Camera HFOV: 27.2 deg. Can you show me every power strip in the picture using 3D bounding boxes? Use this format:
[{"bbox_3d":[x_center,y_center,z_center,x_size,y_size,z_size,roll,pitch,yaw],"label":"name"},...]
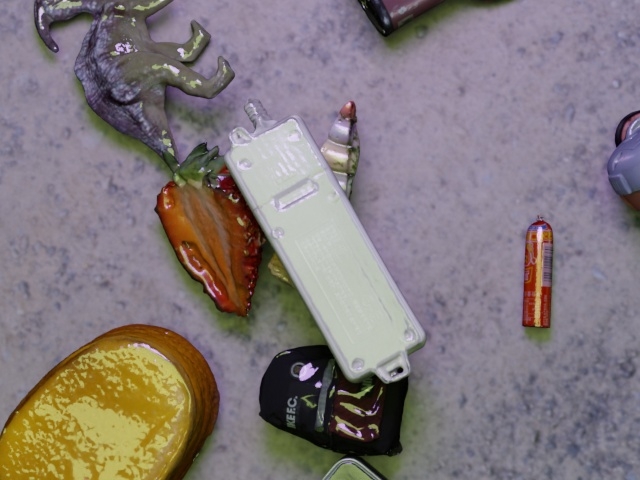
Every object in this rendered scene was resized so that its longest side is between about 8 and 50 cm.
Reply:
[{"bbox_3d":[0.000,0.000,1.406,0.098,0.058,0.338,-29,86,0],"label":"power strip"}]

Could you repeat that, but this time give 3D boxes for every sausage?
[{"bbox_3d":[0.248,0.035,1.507,0.034,0.034,0.129,2,84,4],"label":"sausage"}]

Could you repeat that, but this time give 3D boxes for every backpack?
[{"bbox_3d":[0.014,0.176,1.469,0.165,0.106,0.120,5,81,5],"label":"backpack"}]

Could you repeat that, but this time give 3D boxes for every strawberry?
[{"bbox_3d":[-0.110,-0.021,1.501,0.192,0.085,0.140,46,131,16],"label":"strawberry"}]

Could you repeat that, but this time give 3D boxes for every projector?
[{"bbox_3d":[0.036,0.289,1.467,0.083,0.082,0.083,40,87,7],"label":"projector"}]

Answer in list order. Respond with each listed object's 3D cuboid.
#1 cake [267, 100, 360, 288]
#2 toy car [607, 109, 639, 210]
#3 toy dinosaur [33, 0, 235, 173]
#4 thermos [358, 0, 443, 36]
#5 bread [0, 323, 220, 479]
[{"bbox_3d":[-0.003,-0.049,1.495,0.090,0.109,0.225,6,85,4],"label":"cake"},{"bbox_3d":[0.463,-0.089,1.442,0.270,0.180,0.212,-34,92,-1],"label":"toy car"},{"bbox_3d":[-0.216,-0.221,1.551,0.162,0.077,0.294,-38,68,3],"label":"toy dinosaur"},{"bbox_3d":[0.195,-0.353,1.516,0.330,0.109,0.136,-31,82,0],"label":"thermos"},{"bbox_3d":[-0.238,0.215,1.464,0.195,0.142,0.270,43,90,5],"label":"bread"}]
